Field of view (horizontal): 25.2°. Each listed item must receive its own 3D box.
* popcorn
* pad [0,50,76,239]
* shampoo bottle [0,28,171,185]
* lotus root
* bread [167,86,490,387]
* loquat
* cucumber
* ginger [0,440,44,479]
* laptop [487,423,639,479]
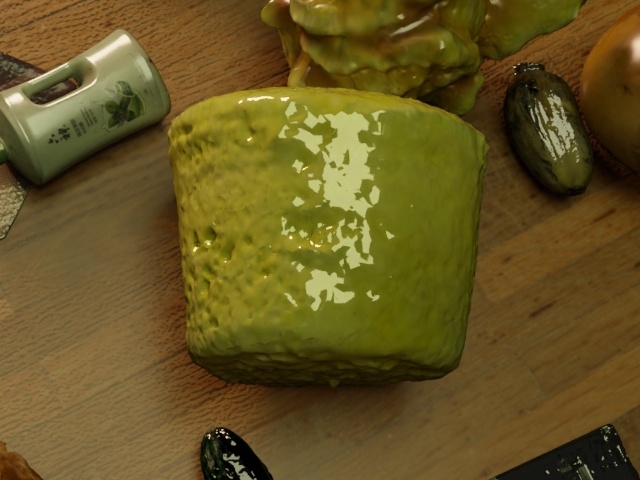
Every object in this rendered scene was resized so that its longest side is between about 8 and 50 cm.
[{"bbox_3d":[0.103,-0.245,1.643,0.321,0.326,0.290,20,46,29],"label":"popcorn"},{"bbox_3d":[-0.473,-0.155,1.647,0.330,0.004,0.220,22,69,-4],"label":"pad"},{"bbox_3d":[-0.295,-0.140,1.630,0.234,0.087,0.118,-32,90,-22],"label":"shampoo bottle"},{"bbox_3d":[0.278,-0.135,1.758,0.089,0.080,0.179,-17,81,-9],"label":"lotus root"},{"bbox_3d":[0.000,0.000,1.529,0.348,0.348,0.308,8,77,-9],"label":"bread"},{"bbox_3d":[0.432,-0.179,1.725,0.235,0.235,0.235,4,71,-11],"label":"loquat"},{"bbox_3d":[-0.037,0.332,1.538,0.081,0.072,0.303,-38,82,-18],"label":"cucumber"},{"bbox_3d":[-0.320,0.399,1.418,0.274,0.152,0.358,30,67,-8],"label":"ginger"},{"bbox_3d":[0.290,0.302,1.648,0.180,0.016,0.129,-22,77,-17],"label":"laptop"}]
